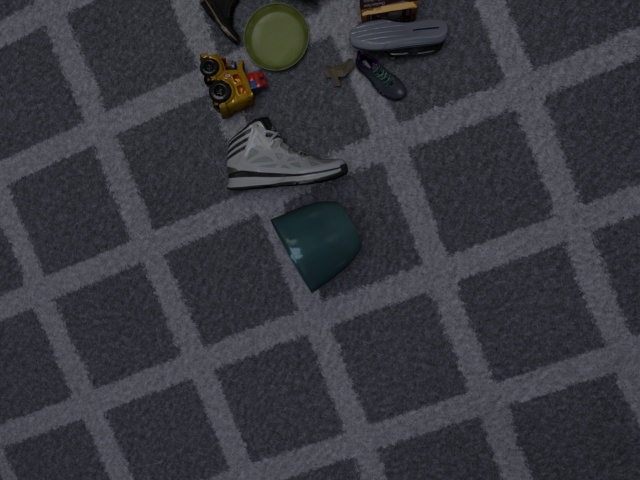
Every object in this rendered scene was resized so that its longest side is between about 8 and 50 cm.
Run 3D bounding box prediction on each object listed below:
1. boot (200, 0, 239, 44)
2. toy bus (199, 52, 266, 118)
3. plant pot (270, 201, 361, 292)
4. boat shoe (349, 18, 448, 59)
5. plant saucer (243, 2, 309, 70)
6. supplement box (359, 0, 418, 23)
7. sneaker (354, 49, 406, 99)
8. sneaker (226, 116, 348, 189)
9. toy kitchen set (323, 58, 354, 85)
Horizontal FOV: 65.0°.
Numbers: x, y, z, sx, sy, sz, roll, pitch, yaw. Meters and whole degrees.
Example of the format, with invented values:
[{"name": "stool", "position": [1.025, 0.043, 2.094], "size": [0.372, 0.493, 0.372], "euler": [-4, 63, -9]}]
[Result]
[{"name": "boot", "position": [-0.328, -0.832, 1.831], "size": [0.137, 0.077, 0.197], "euler": [-38, 90, 3]}, {"name": "toy bus", "position": [-0.313, -0.581, 1.818], "size": [0.212, 0.149, 0.220], "euler": [-22, 89, -5]}, {"name": "plant pot", "position": [0.000, 0.000, 1.753], "size": [0.235, 0.293, 0.292], "euler": [-29, 90, -7]}, {"name": "boat shoe", "position": [0.268, -0.681, 1.738], "size": [0.336, 0.119, 0.121], "euler": [1, 64, 5]}, {"name": "plant saucer", "position": [-0.159, -0.738, 1.832], "size": [0.241, 0.037, 0.240], "euler": [0, 94, 8]}, {"name": "supplement box", "position": [0.228, -0.860, 1.727], "size": [0.192, 0.129, 0.193], "euler": [-6, 93, 7]}, {"name": "sneaker", "position": [0.207, -0.578, 1.766], "size": [0.224, 0.098, 0.083], "euler": [39, 99, 3]}, {"name": "sneaker", "position": [-0.132, -0.321, 1.792], "size": [0.448, 0.169, 0.257], "euler": [-3, 96, 10]}, {"name": "toy kitchen set", "position": [0.073, -0.608, 1.820], "size": [0.083, 0.075, 0.068], "euler": [12, 139, 38]}]
